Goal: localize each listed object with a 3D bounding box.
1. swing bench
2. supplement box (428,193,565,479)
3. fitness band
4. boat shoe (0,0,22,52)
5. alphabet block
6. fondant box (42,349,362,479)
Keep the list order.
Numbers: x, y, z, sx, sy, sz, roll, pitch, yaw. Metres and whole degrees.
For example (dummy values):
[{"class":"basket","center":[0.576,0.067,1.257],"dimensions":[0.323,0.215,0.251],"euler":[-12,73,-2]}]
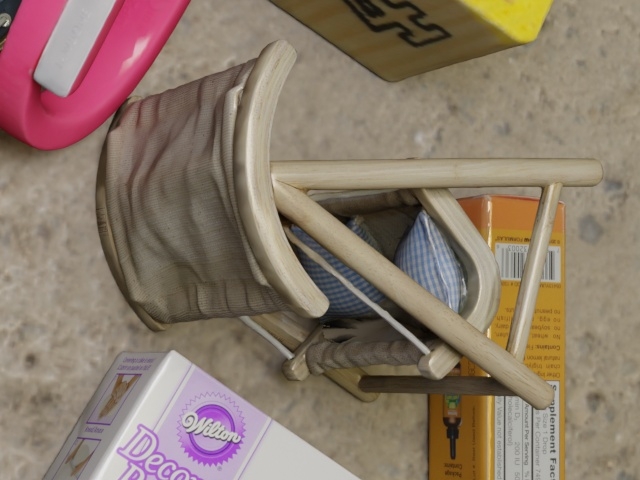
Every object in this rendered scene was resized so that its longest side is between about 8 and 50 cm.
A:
[{"class":"swing bench","center":[0.000,0.000,1.264],"dimensions":[0.255,0.253,0.165],"euler":[18,78,-24]},{"class":"supplement box","center":[0.130,0.085,1.421],"dimensions":[0.080,0.078,0.233],"euler":[6,84,-29]},{"class":"fitness band","center":[-0.115,-0.183,1.224],"dimensions":[0.054,0.209,0.291],"euler":[33,108,3]},{"class":"boat shoe","center":[-0.236,-0.114,1.249],"dimensions":[0.079,0.095,0.254],"euler":[37,62,-7]},{"class":"alphabet block","center":[0.064,-0.245,1.346],"dimensions":[0.193,0.197,0.192],"euler":[31,73,-21]},{"class":"fondant box","center":[-0.106,0.272,1.279],"dimensions":[0.238,0.096,0.330],"euler":[36,70,-19]}]
